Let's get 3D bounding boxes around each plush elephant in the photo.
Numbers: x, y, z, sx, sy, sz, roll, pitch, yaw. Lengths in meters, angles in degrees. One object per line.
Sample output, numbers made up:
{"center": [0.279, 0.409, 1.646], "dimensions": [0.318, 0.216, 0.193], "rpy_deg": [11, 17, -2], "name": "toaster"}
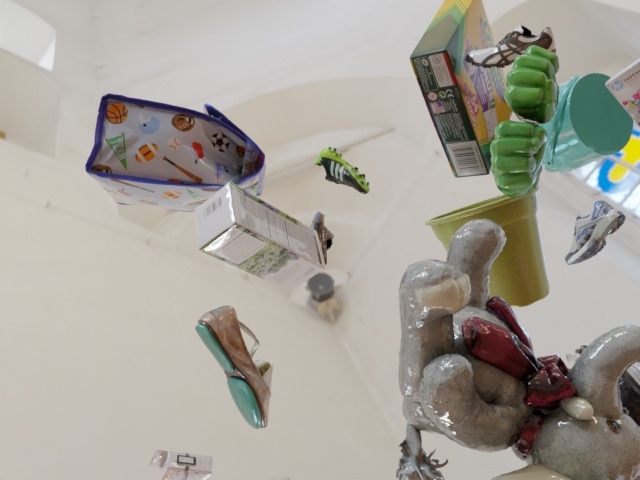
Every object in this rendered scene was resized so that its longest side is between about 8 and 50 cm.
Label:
{"center": [0.221, 0.161, 0.620], "dimensions": [0.272, 0.256, 0.329], "rpy_deg": [-12, -69, -64], "name": "plush elephant"}

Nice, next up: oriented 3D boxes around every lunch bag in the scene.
{"center": [-0.326, -0.194, 1.465], "dimensions": [0.386, 0.328, 0.238], "rpy_deg": [10, -97, -5], "name": "lunch bag"}

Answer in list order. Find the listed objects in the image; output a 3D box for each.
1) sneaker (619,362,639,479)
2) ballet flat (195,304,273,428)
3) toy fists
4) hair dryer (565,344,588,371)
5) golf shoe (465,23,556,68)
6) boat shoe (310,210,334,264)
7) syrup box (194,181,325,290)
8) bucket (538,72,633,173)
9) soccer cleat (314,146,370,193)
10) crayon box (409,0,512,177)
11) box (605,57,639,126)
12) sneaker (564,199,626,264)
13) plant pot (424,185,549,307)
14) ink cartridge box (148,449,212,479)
{"center": [0.454, 0.268, 0.762], "dimensions": [0.269, 0.101, 0.153], "rpy_deg": [39, -70, -1], "name": "sneaker"}
{"center": [-0.166, 0.280, 1.339], "dimensions": [0.106, 0.108, 0.315], "rpy_deg": [-39, -61, -36], "name": "ballet flat"}
{"center": [0.381, -0.216, 1.103], "dimensions": [0.142, 0.096, 0.278], "rpy_deg": [21, -97, -56], "name": "toy fists"}
{"center": [0.728, 0.438, 1.754], "dimensions": [0.224, 0.293, 0.080], "rpy_deg": [-20, -66, 15], "name": "hair dryer"}
{"center": [0.423, -0.433, 1.329], "dimensions": [0.077, 0.198, 0.093], "rpy_deg": [-43, -47, -50], "name": "golf shoe"}
{"center": [0.000, 0.000, 1.592], "dimensions": [0.066, 0.183, 0.066], "rpy_deg": [14, -39, -4], "name": "boat shoe"}
{"center": [-0.105, -0.001, 1.081], "dimensions": [0.093, 0.096, 0.237], "rpy_deg": [-34, -39, 26], "name": "syrup box"}
{"center": [0.753, -0.346, 1.747], "dimensions": [0.282, 0.183, 0.280], "rpy_deg": [3, -97, -21], "name": "bucket"}
{"center": [0.057, -0.166, 1.519], "dimensions": [0.060, 0.179, 0.072], "rpy_deg": [2, -51, -54], "name": "soccer cleat"}
{"center": [0.381, -0.402, 1.550], "dimensions": [0.362, 0.106, 0.313], "rpy_deg": [60, -135, -33], "name": "crayon box"}
{"center": [0.824, -0.362, 1.467], "dimensions": [0.186, 0.038, 0.145], "rpy_deg": [49, -46, -4], "name": "box"}
{"center": [0.453, -0.014, 1.007], "dimensions": [0.052, 0.058, 0.135], "rpy_deg": [-7, -39, -30], "name": "sneaker"}
{"center": [0.422, 0.030, 1.428], "dimensions": [0.276, 0.276, 0.253], "rpy_deg": [-19, -89, -9], "name": "plant pot"}
{"center": [-0.205, 0.334, 0.871], "dimensions": [0.083, 0.028, 0.048], "rpy_deg": [15, -55, -20], "name": "ink cartridge box"}
